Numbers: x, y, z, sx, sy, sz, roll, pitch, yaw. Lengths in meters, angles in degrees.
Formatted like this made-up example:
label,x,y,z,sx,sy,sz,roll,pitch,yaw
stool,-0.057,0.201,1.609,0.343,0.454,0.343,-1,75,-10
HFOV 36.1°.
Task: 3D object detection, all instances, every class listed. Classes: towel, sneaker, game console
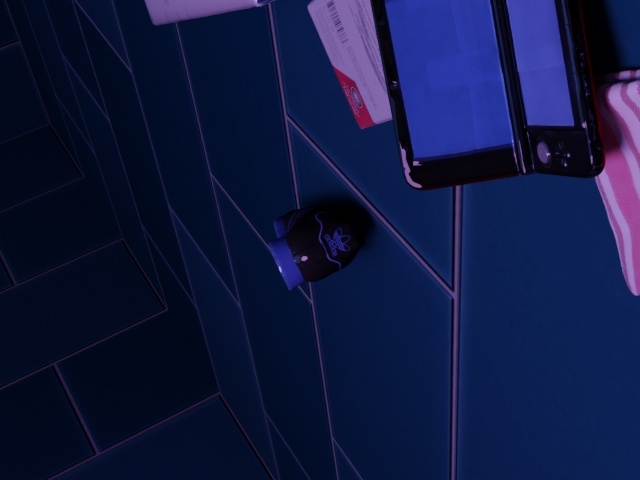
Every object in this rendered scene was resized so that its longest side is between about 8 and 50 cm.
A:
label,x,y,z,sx,sy,sz,roll,pitch,yaw
towel,0.205,-0.023,0.521,0.197,0.029,0.144,14,127,68
sneaker,0.000,0.000,1.093,0.232,0.091,0.081,-90,-24,-80
game console,0.097,-0.102,0.590,0.124,0.085,0.144,-153,49,-75

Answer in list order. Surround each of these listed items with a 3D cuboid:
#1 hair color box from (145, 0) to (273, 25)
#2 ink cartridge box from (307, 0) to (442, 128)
label,x,y,z,sx,sy,sz,roll,pitch,yaw
hair color box,-0.099,-0.300,0.896,0.347,0.105,0.173,22,134,65
ink cartridge box,0.059,-0.150,0.714,0.109,0.063,0.150,67,162,-7
